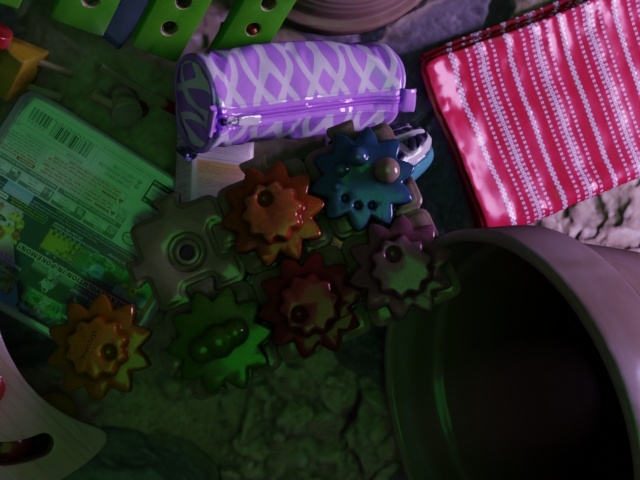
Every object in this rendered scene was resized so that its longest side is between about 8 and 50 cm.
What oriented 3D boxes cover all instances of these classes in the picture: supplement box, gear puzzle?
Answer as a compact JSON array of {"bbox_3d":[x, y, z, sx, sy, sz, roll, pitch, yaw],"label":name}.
[{"bbox_3d":[-0.095,-0.060,0.742,0.062,0.036,0.098,7,81,-33],"label":"supplement box"},{"bbox_3d":[-0.069,0.028,0.673,0.339,0.044,0.175,-22,83,0],"label":"gear puzzle"}]

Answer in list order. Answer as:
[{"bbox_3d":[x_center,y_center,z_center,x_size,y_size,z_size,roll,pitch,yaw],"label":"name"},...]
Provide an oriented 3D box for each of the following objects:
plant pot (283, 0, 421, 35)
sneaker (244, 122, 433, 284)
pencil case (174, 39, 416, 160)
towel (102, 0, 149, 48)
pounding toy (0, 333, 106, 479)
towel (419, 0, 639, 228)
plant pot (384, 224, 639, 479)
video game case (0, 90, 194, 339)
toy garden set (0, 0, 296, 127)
[{"bbox_3d":[0.022,-0.304,0.722,0.237,0.110,0.237,-1,96,-12],"label":"plant pot"},{"bbox_3d":[0.000,0.000,0.770,0.275,0.107,0.110,-44,122,1],"label":"sneaker"},{"bbox_3d":[-0.025,-0.126,0.713,0.206,0.088,0.086,-14,117,-30],"label":"pencil case"},{"bbox_3d":[-0.157,-0.323,0.665,0.209,0.034,0.285,41,115,-13],"label":"towel"},{"bbox_3d":[-0.320,0.105,0.703,0.269,0.155,0.154,42,68,-29],"label":"pounding toy"},{"bbox_3d":[0.247,-0.135,0.827,0.275,0.031,0.199,-23,101,-9],"label":"towel"},{"bbox_3d":[0.255,0.132,0.741,0.280,0.323,0.323,-9,98,-28],"label":"plant pot"},{"bbox_3d":[-0.222,-0.007,0.748,0.201,0.023,0.183,33,89,-14],"label":"video game case"},{"bbox_3d":[-0.169,-0.181,0.685,0.244,0.049,0.204,13,128,-36],"label":"toy garden set"}]
